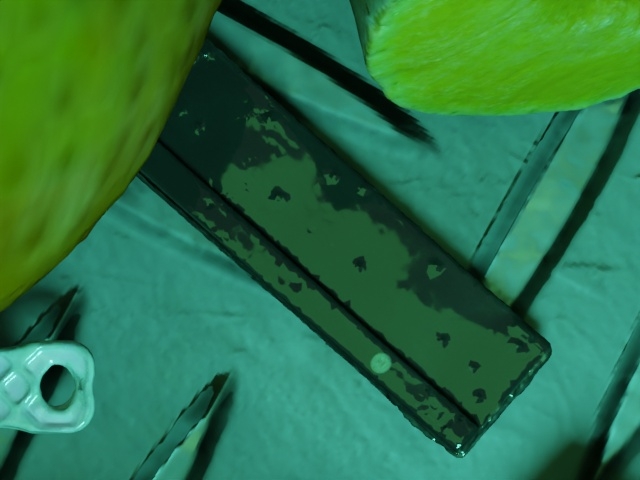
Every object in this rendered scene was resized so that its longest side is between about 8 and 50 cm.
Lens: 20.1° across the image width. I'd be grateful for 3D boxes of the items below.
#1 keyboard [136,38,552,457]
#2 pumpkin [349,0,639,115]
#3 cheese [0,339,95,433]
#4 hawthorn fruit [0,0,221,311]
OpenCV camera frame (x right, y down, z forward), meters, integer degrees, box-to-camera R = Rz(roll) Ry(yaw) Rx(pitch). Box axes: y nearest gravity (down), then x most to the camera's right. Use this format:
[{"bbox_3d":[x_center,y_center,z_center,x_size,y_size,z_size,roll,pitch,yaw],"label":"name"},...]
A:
[{"bbox_3d":[0.000,0.000,0.833,0.231,0.023,0.072,41,82,4],"label":"keyboard"},{"bbox_3d":[0.142,-0.206,0.704,0.332,0.332,0.199,-19,75,1],"label":"pumpkin"},{"bbox_3d":[-0.215,0.067,0.816,0.227,0.064,0.137,0,88,1],"label":"cheese"},{"bbox_3d":[-0.254,-0.145,0.629,0.471,0.472,0.472,0,86,2],"label":"hawthorn fruit"}]
